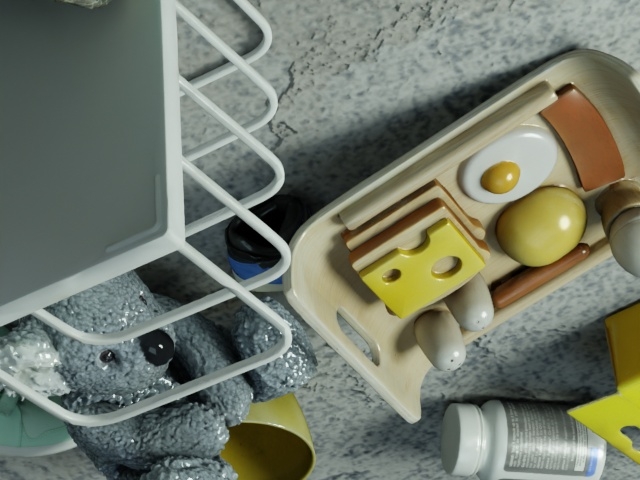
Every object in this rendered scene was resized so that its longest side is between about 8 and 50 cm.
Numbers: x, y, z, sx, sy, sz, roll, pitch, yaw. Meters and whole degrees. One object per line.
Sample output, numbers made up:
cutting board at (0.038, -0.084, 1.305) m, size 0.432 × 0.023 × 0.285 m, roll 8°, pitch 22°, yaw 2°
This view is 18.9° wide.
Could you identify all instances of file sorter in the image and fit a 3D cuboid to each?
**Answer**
file sorter at (-0.133, -0.044, 1.255) m, size 0.193 × 0.277 × 0.173 m, roll -23°, pitch 140°, yaw 23°

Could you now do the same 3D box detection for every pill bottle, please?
pill bottle at (0.183, 0.185, 1.741) m, size 0.137 × 0.078 × 0.078 m, roll 6°, pitch 142°, yaw -12°

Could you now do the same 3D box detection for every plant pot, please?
plant pot at (-0.074, 0.153, 1.662) m, size 0.134 × 0.095 × 0.134 m, roll -3°, pitch 143°, yaw -2°

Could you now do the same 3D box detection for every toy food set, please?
toy food set at (0.146, 0.009, 1.455) m, size 0.306 × 0.092 × 0.220 m, roll -33°, pitch 137°, yaw 11°

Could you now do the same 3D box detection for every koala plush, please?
koala plush at (-0.159, 0.088, 1.503) m, size 0.203 × 0.196 × 0.221 m, roll 14°, pitch 157°, yaw 42°

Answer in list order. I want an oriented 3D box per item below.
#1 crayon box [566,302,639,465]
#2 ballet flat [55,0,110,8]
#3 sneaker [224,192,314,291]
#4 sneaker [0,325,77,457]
crayon box at (0.389, 0.098, 1.644) m, size 0.319 × 0.081 × 0.202 m, roll -27°, pitch 137°, yaw 26°
ballet flat at (-0.221, -0.304, 1.024) m, size 0.182 × 0.164 × 0.482 m, roll 6°, pitch 147°, yaw 14°
sneaker at (0.000, 0.001, 1.501) m, size 0.152 × 0.058 × 0.084 m, roll -2°, pitch 151°, yaw 8°
sneaker at (-0.273, 0.095, 1.565) m, size 0.256 × 0.094 × 0.151 m, roll 21°, pitch 142°, yaw -25°
